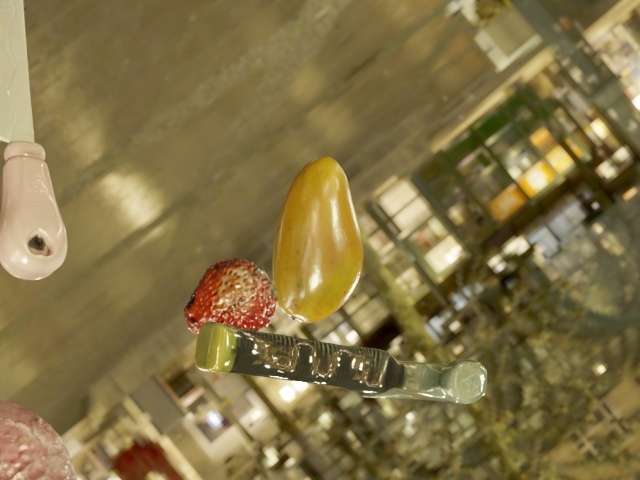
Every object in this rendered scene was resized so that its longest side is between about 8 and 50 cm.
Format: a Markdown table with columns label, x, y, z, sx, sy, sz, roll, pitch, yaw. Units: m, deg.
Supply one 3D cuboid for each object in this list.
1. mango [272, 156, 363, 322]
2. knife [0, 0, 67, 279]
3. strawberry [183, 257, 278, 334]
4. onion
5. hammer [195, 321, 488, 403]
| label | x | y | z | sx | sy | sz | roll | pitch | yaw |
| --- | --- | --- | --- | --- | --- | --- | --- | --- | --- |
| mango | 0.000 | 0.000 | 1.999 | 0.138 | 0.253 | 0.113 | 3 | -171 | -19 |
| knife | -0.316 | -0.118 | 1.346 | 0.081 | 0.336 | 0.043 | 4 | 154 | -38 |
| strawberry | -0.090 | 0.059 | 1.315 | 0.096 | 0.083 | 0.083 | -23 | 175 | -7 |
| onion | -0.354 | 0.328 | 1.480 | 0.159 | 0.267 | 0.349 | 7 | 156 | -17 |
| hammer | 0.007 | 0.103 | 1.099 | 0.159 | 0.226 | 0.041 | 166 | -68 | -67 |
